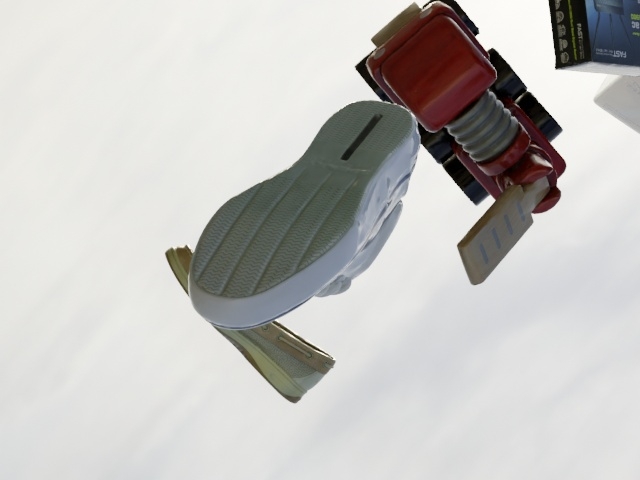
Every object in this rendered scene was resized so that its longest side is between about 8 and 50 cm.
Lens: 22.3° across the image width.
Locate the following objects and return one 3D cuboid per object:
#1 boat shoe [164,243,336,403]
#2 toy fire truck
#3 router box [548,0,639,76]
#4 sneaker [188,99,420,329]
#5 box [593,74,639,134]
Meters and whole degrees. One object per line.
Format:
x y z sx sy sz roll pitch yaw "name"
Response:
-0.053 0.054 1.204 0.048 0.153 0.056 -42 -168 0 "boat shoe"
0.139 -0.090 1.513 0.158 0.217 0.246 -40 -156 6 "toy fire truck"
0.236 -0.184 1.332 0.038 0.122 0.092 -8 -94 44 "router box"
0.000 0.000 1.079 0.258 0.094 0.091 -44 142 -48 "sneaker"
0.373 -0.166 1.553 0.121 0.148 0.311 -56 177 -3 "box"
